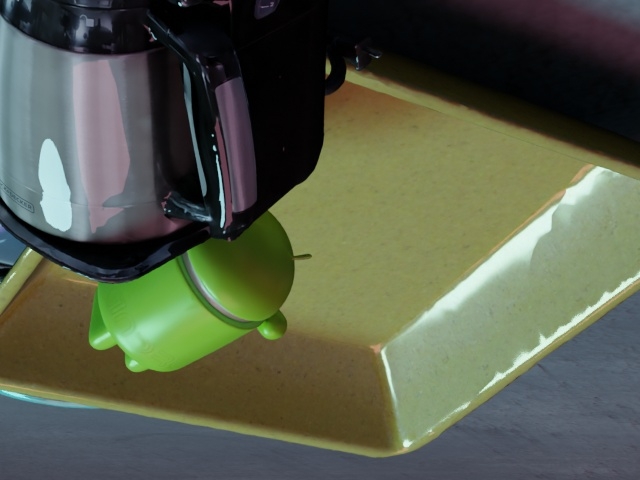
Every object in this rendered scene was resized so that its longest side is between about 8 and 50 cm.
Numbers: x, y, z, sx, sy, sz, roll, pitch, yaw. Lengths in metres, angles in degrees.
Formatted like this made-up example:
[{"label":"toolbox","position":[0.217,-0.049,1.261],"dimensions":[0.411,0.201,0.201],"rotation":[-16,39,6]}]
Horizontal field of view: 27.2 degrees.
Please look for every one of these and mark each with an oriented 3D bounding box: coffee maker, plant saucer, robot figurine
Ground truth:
[{"label":"coffee maker","position":[-0.048,-0.103,0.446],"dimensions":[0.120,0.171,0.178],"rotation":[19,135,12]},{"label":"plant saucer","position":[0.000,0.000,0.753],"dimensions":[0.333,0.081,0.333],"rotation":[15,141,-29]},{"label":"robot figurine","position":[-0.061,0.021,0.642],"dimensions":[0.115,0.067,0.101],"rotation":[-31,127,31]}]

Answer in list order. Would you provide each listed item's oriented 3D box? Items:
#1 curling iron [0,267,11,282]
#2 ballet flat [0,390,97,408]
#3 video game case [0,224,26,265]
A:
[{"label":"curling iron","position":[-0.331,0.021,1.052],"dimensions":[0.274,0.035,0.068],"rotation":[5,157,-5]},{"label":"ballet flat","position":[-0.091,0.067,1.033],"dimensions":[0.349,0.123,0.123],"rotation":[6,161,-14]},{"label":"video game case","position":[-0.206,-0.059,0.723],"dimensions":[0.274,0.026,0.196],"rotation":[14,141,-29]}]
